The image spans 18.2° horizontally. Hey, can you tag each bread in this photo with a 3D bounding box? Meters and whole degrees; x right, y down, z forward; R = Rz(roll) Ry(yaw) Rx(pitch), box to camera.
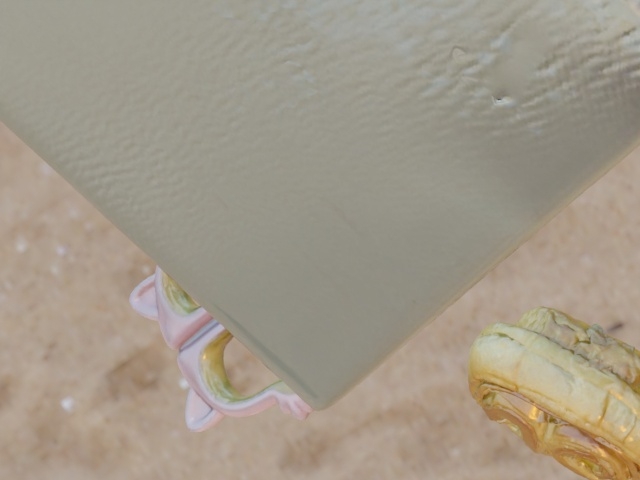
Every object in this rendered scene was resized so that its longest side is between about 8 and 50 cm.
[{"bbox_3d":[0.268,0.167,2.131,0.236,0.198,0.120,28,69,18],"label":"bread"}]

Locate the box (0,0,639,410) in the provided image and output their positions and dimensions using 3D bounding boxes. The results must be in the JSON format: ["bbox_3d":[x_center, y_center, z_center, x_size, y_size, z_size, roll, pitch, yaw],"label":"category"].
[{"bbox_3d":[-0.014,-0.147,0.838,0.177,0.344,0.352,-48,2,-42],"label":"box"}]

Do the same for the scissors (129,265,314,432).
[{"bbox_3d":[0.000,0.000,1.120,0.024,0.160,0.317,-10,-22,-46],"label":"scissors"}]
